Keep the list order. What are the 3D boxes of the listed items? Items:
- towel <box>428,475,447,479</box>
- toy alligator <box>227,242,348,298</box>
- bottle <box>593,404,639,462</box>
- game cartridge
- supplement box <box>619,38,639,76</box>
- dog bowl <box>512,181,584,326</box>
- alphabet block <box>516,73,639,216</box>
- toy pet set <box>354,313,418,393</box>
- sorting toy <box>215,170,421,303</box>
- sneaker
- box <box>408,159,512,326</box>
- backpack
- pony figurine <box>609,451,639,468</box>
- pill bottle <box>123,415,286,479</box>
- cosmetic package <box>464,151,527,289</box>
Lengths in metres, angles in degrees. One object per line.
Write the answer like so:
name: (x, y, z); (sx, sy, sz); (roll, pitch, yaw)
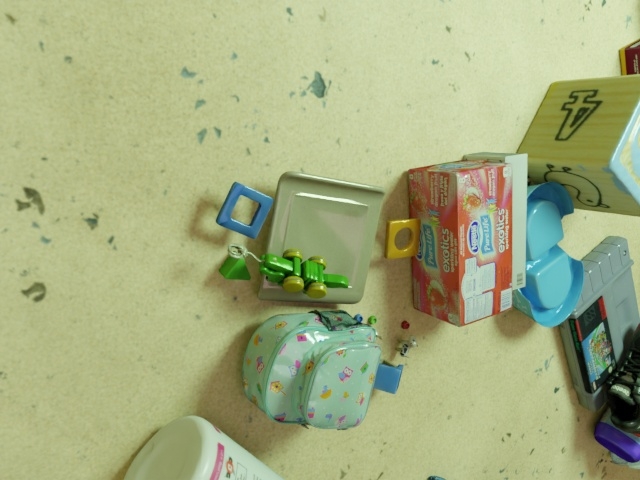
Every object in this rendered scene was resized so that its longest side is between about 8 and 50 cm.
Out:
towel: (0.249, 0.511, 1.105); (0.119, 0.029, 0.067); (31, 84, -32)
toy alligator: (-0.050, 0.045, 0.776); (0.189, 0.051, 0.056); (17, 51, -25)
bottle: (0.791, 0.398, 1.362); (0.283, 0.118, 0.092); (-48, 152, -14)
game cartridge: (0.648, 0.197, 1.273); (0.230, 0.068, 0.355); (-35, 116, -26)
supplement box: (0.732, -0.376, 1.131); (0.104, 0.188, 0.081); (-30, 114, -23)
dog bowl: (0.425, 0.025, 1.092); (0.166, 0.074, 0.297); (-30, 114, -23)
alphabet block: (0.526, -0.176, 1.041); (0.192, 0.197, 0.193); (35, 81, -31)
toy pet set: (0.112, 0.192, 0.936); (0.122, 0.065, 0.114); (11, 94, -32)
sorting toy: (0.000, 0.000, 0.842); (0.347, 0.047, 0.196); (7, 103, -30)
sneaker: (0.714, 0.307, 1.244); (0.135, 0.097, 0.276); (9, 92, -27)
box: (0.236, -0.002, 0.940); (0.128, 0.122, 0.257); (-13, 106, -29)
backpack: (-0.013, 0.190, 0.816); (0.188, 0.144, 0.166); (9, 100, -30)
pony figurine: (0.948, 0.491, 1.382); (0.302, 0.351, 0.364); (16, 72, -36)
pill bottle: (-0.123, 0.384, 0.774); (0.160, 0.160, 0.283); (-49, 120, -14)
cosmetic package: (0.311, -0.035, 0.996); (0.060, 0.099, 0.239); (-11, 105, -27)
